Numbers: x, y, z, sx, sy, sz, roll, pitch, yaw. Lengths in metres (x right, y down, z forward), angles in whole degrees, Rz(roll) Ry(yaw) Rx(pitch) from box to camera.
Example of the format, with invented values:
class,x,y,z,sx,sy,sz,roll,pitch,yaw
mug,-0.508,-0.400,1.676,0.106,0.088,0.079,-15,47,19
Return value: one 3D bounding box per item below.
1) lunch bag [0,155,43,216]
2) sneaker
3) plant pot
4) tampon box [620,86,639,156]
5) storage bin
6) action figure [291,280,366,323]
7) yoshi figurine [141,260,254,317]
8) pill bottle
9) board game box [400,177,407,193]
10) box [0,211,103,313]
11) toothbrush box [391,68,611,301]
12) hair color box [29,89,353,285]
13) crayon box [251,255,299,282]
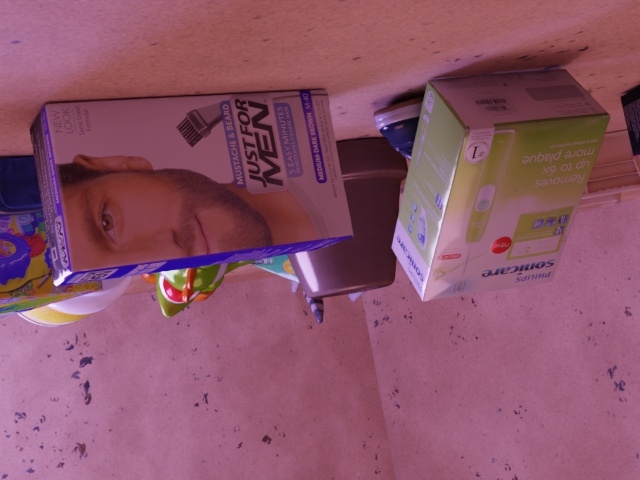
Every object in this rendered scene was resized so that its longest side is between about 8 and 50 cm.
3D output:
class,x,y,z,sx,sy,sz,roll,pitch,yaw
lunch bag,-0.382,-0.069,1.234,0.098,0.067,0.065,-7,174,-42
sneaker,0.164,-0.111,1.362,0.099,0.153,0.282,-13,174,24
plant pot,0.027,-0.026,1.591,0.263,0.229,0.263,-9,174,-1
tampon box,0.555,-0.199,1.454,0.120,0.101,0.161,-9,174,-17
storage bin,0.555,-0.135,1.995,0.260,0.123,0.262,-9,174,-6
action figure,-0.088,0.060,2.342,0.341,0.178,0.330,-3,-160,-26
yoshi figurine,-0.214,-0.007,1.635,0.203,0.203,0.362,-28,179,-16
pill bottle,-0.422,0.039,1.626,0.188,0.188,0.334,-7,174,-28
board game box,0.203,-0.124,1.951,0.154,0.026,0.103,-13,173,26
box,-0.511,0.018,1.325,0.279,0.177,0.290,-16,172,36
toothbrush box,0.230,-0.071,1.279,0.206,0.122,0.283,-7,133,-19
hair color box,-0.143,-0.065,1.108,0.339,0.185,0.110,-8,174,-26
crayon box,-0.081,0.002,1.830,0.278,0.081,0.165,20,-167,33
